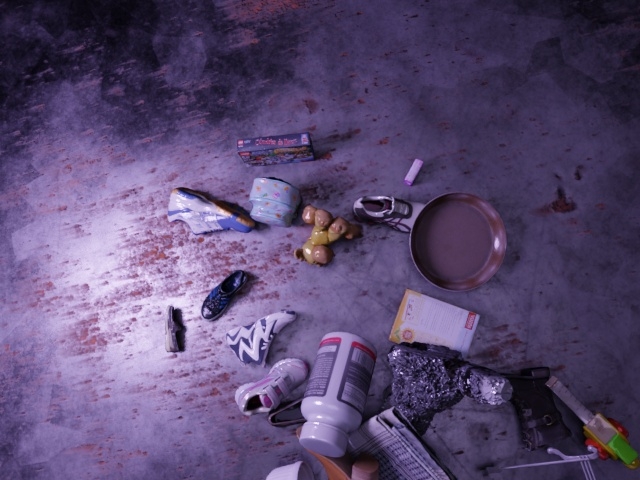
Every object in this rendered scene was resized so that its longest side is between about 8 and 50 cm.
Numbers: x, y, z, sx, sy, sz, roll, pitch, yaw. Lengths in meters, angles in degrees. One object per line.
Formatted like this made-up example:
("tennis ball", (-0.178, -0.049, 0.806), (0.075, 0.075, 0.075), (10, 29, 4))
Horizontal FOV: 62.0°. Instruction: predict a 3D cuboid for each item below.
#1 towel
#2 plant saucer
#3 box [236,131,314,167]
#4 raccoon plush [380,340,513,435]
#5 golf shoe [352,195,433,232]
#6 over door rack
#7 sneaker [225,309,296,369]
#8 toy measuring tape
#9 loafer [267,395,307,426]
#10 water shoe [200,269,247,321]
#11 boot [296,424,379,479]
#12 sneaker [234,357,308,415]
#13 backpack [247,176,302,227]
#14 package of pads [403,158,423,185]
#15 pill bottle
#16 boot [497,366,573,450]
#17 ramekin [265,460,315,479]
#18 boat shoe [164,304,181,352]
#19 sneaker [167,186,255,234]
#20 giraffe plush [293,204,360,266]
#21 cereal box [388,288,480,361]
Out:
("towel", (0.215, 0.638, 1.495), (0.312, 0.324, 0.056), (48, 46, 10))
("plant saucer", (0.425, 0.004, 1.667), (0.311, 0.050, 0.310), (0, 91, -7))
("box", (-0.142, -0.292, 1.734), (0.233, 0.159, 0.044), (-5, 80, 4))
("raccoon plush", (0.301, 0.460, 1.449), (0.216, 0.446, 0.299), (6, 92, -15))
("golf shoe", (0.238, -0.088, 1.692), (0.273, 0.120, 0.105), (4, 79, 4))
("over door rack", (0.657, 0.732, 1.525), (0.324, 0.108, 0.239), (-19, 86, 15))
("sneaker", (-0.167, 0.318, 1.669), (0.235, 0.094, 0.153), (-21, 84, -3))
("toy measuring tape", (0.781, 0.528, 1.552), (0.121, 0.121, 0.330), (-44, 77, -4))
("loafer", (-0.033, 0.514, 1.627), (0.268, 0.084, 0.096), (-20, 79, 1))
("water shoe", (-0.321, 0.170, 1.709), (0.073, 0.080, 0.203), (38, 85, 10))
("boot", (0.046, 0.683, 1.576), (0.283, 0.109, 0.220), (17, 121, 24))
("sneaker", (-0.143, 0.458, 1.618), (0.252, 0.111, 0.103), (-34, 107, 2))
("backpack", (-0.145, -0.122, 1.681), (0.166, 0.188, 0.144), (16, 75, 1))
("package of pads", (0.304, -0.222, 1.742), (0.032, 0.050, 0.083), (28, 83, 8))
("pill bottle", (0.046, 0.438, 1.527), (0.176, 0.176, 0.318), (15, 53, 7))
("boot", (0.598, 0.504, 1.577), (0.263, 0.091, 0.229), (-10, 79, 1))
("ramekin", (-0.086, 0.751, 1.536), (0.109, 0.207, 0.207), (-12, 80, 12))
("boat shoe", (-0.473, 0.284, 1.719), (0.049, 0.056, 0.152), (-2, 90, -1))
("sneaker", (-0.360, -0.070, 1.756), (0.297, 0.112, 0.131), (22, 104, 7))
("giraffe plush", (0.000, 0.000, 1.667), (0.181, 0.210, 0.170), (24, 88, -17))
("cereal box", (0.353, 0.271, 1.657), (0.240, 0.047, 0.173), (21, 84, 6))
